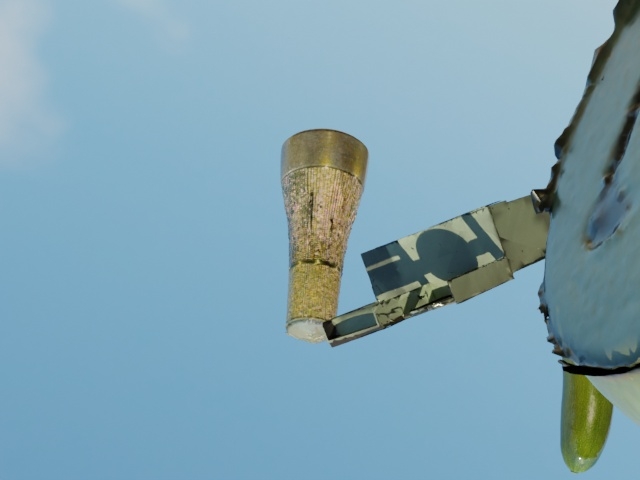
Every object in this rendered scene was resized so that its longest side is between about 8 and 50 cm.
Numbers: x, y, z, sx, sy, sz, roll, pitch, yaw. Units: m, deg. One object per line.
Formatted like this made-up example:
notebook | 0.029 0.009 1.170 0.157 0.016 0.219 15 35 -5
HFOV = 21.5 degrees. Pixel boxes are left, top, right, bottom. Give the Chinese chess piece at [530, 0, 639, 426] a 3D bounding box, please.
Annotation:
Chinese chess piece | 0.233 -0.064 0.742 0.146 0.349 0.349 25 -160 -12

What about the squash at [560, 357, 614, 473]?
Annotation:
squash | 0.328 0.159 2.088 0.069 0.258 0.069 1 169 0

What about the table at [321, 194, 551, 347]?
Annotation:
table | 0.100 0.018 1.335 0.175 0.146 0.062 -19 -93 -44

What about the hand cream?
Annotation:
hand cream | 0.000 0.000 1.538 0.084 0.084 0.203 17 -121 -25
